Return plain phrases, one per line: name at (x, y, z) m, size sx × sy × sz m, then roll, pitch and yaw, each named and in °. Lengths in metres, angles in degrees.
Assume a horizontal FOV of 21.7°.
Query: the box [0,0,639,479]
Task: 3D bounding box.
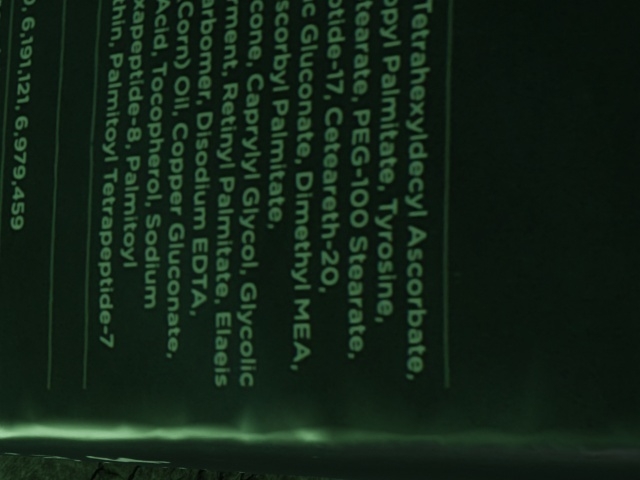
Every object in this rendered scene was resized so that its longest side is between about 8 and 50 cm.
box at (0.132, -0.042, 0.696) m, size 0.471 × 0.297 × 0.480 m, roll -6°, pitch 168°, yaw 39°
